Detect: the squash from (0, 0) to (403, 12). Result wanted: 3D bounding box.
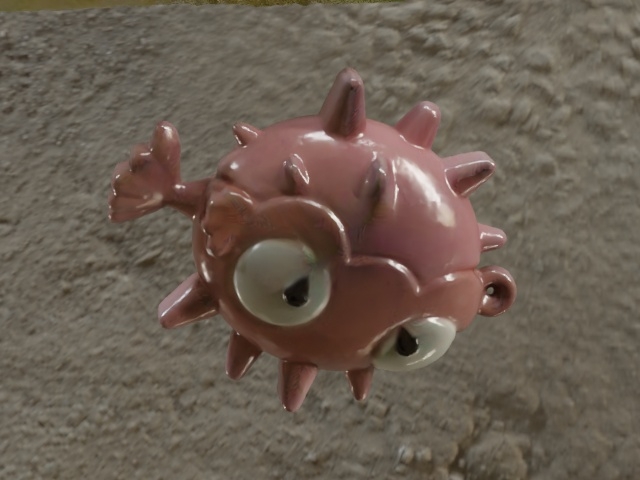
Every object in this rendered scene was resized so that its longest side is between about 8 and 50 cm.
[{"bbox_3d":[-0.098,-0.184,0.715,0.289,0.111,0.203,-29,122,37],"label":"squash"}]

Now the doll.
[{"bbox_3d":[0.000,0.000,0.693,0.262,0.093,0.211,24,103,-16],"label":"doll"}]
